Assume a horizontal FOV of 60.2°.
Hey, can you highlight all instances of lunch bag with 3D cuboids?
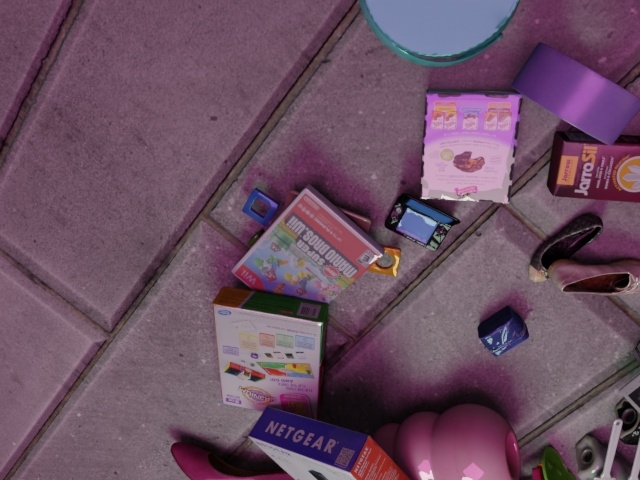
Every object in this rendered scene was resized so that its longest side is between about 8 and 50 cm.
[{"bbox_3d":[0.375,0.193,1.137,0.098,0.067,0.065,-40,98,24],"label":"lunch bag"}]

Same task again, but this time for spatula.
[{"bbox_3d":[0.644,0.449,1.117,0.168,0.019,0.242,-1,115,4],"label":"spatula"}]

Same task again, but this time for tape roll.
[{"bbox_3d":[0.411,-0.237,0.890,0.189,0.189,0.080,29,115,0],"label":"tape roll"}]

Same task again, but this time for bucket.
[{"bbox_3d":[0.191,-0.417,0.869,0.281,0.183,0.281,5,111,12],"label":"bucket"}]

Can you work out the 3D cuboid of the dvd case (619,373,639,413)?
[{"bbox_3d":[0.690,0.312,0.980,0.239,0.029,0.179,52,129,29],"label":"dvd case"}]

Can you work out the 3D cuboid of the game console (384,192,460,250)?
[{"bbox_3d":[0.196,-0.034,1.081,0.122,0.071,0.107,27,117,1],"label":"game console"}]

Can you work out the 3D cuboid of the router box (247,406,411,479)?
[{"bbox_3d":[0.044,0.508,1.207,0.335,0.082,0.301,-6,131,48],"label":"router box"}]

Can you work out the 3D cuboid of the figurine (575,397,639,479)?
[{"bbox_3d":[0.689,0.464,1.171,0.209,0.092,0.215,28,116,-4],"label":"figurine"}]

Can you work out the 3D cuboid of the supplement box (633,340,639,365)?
[{"bbox_3d":[0.717,0.157,1.044,0.130,0.073,0.240,18,115,5],"label":"supplement box"}]

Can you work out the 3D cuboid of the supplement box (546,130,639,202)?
[{"bbox_3d":[0.508,-0.129,0.971,0.188,0.081,0.104,5,113,11],"label":"supplement box"}]

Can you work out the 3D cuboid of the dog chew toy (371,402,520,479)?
[{"bbox_3d":[0.254,0.466,1.207,0.331,0.206,0.207,-12,109,31],"label":"dog chew toy"}]

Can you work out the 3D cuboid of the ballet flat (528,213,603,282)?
[{"bbox_3d":[0.464,0.016,1.056,0.057,0.049,0.173,36,114,-2],"label":"ballet flat"}]

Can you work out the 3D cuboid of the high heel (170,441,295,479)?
[{"bbox_3d":[-0.196,0.579,1.423,0.377,0.127,0.181,30,86,4],"label":"high heel"}]

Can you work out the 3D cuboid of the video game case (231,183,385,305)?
[{"bbox_3d":[-0.034,0.043,1.145,0.204,0.025,0.285,40,123,-7],"label":"video game case"}]

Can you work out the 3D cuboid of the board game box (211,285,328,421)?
[{"bbox_3d":[-0.111,0.263,1.243,0.242,0.064,0.317,9,124,9],"label":"board game box"}]

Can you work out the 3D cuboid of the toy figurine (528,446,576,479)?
[{"bbox_3d":[0.478,0.560,1.257,0.159,0.130,0.173,-29,128,35],"label":"toy figurine"}]

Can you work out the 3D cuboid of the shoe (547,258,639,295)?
[{"bbox_3d":[0.543,0.078,1.042,0.218,0.058,0.077,3,120,-3],"label":"shoe"}]

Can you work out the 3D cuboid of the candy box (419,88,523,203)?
[{"bbox_3d":[0.270,-0.173,1.012,0.164,0.070,0.196,4,112,11],"label":"candy box"}]

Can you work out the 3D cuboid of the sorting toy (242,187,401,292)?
[{"bbox_3d":[0.000,0.000,1.156,0.347,0.047,0.196,21,121,6],"label":"sorting toy"}]
